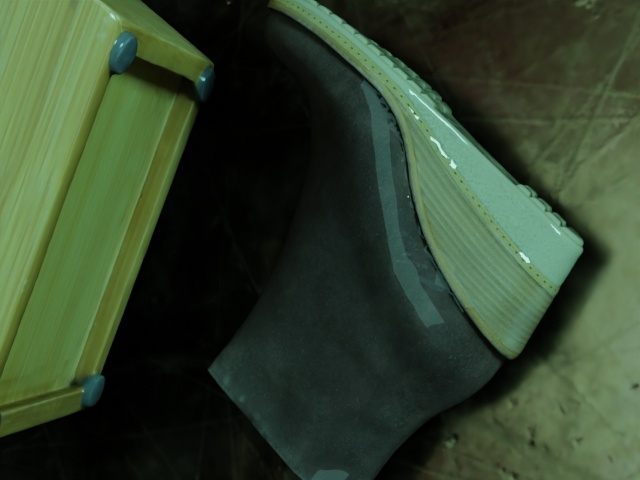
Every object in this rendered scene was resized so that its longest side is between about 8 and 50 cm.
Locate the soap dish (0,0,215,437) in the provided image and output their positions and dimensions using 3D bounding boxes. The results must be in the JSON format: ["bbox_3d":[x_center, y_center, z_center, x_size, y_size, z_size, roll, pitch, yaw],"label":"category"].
[{"bbox_3d":[-0.173,-0.020,0.799,0.118,0.229,0.290,21,93,10],"label":"soap dish"}]

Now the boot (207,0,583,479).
[{"bbox_3d":[0.000,0.000,0.776,0.207,0.090,0.248,-47,70,12],"label":"boot"}]
